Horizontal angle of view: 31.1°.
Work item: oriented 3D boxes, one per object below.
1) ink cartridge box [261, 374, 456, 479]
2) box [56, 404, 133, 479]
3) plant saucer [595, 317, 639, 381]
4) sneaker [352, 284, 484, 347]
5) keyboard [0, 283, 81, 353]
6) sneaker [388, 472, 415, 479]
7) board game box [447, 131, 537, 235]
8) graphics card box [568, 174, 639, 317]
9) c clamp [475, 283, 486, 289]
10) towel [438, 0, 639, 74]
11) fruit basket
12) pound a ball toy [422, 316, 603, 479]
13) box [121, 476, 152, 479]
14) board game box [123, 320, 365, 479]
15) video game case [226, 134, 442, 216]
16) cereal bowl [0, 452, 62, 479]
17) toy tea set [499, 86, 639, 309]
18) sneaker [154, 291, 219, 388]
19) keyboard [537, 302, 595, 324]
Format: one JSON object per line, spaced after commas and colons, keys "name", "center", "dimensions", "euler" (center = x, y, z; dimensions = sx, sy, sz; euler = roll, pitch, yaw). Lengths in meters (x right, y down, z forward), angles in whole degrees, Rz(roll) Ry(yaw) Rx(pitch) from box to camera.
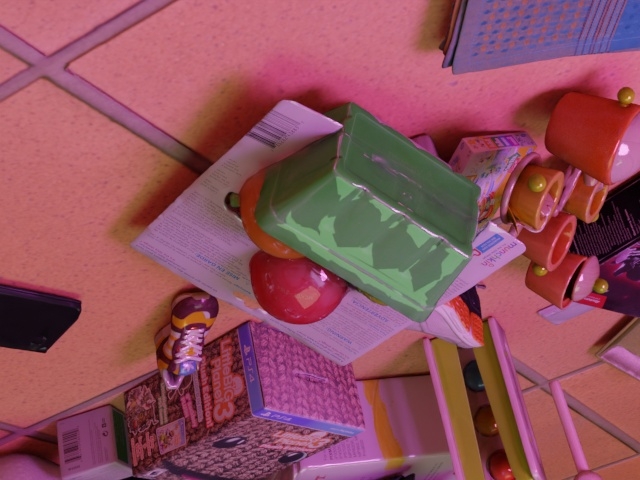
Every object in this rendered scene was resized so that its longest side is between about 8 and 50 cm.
{"name": "ink cartridge box", "center": [0.100, 0.367, 2.037], "dimensions": [0.385, 0.160, 0.279], "euler": [-3, 149, -17]}
{"name": "box", "center": [-0.361, 0.337, 1.865], "dimensions": [0.102, 0.101, 0.087], "euler": [-18, 151, 10]}
{"name": "plant saucer", "center": [0.595, 0.186, 1.959], "dimensions": [0.188, 0.045, 0.188], "euler": [29, 145, 1]}
{"name": "sneaker", "center": [0.128, 0.083, 1.560], "dimensions": [0.121, 0.099, 0.262], "euler": [-19, 145, 28]}
{"name": "keyboard", "center": [-0.481, 0.102, 1.474], "dimensions": [0.317, 0.033, 0.201], "euler": [16, 134, -40]}
{"name": "sneaker", "center": [0.088, 0.449, 1.901], "dimensions": [0.350, 0.131, 0.148], "euler": [2, 140, -35]}
{"name": "board game box", "center": [0.184, -0.062, 1.387], "dimensions": [0.103, 0.026, 0.154], "euler": [-9, 141, -34]}
{"name": "graphics card box", "center": [0.501, -0.023, 1.571], "dimensions": [0.233, 0.094, 0.371], "euler": [15, 141, -39]}
{"name": "c clamp", "center": [0.154, 0.085, 1.682], "dimensions": [0.161, 0.022, 0.137], "euler": [-17, 164, 16]}
{"name": "towel", "center": [0.266, -0.297, 1.049], "dimensions": [0.271, 0.040, 0.370], "euler": [-8, 149, -10]}
{"name": "fruit basket", "center": [0.000, 0.000, 1.314], "dimensions": [0.327, 0.165, 0.353], "euler": [31, 144, -20]}
{"name": "pound a ball toy", "center": [0.304, 0.285, 1.806], "dimensions": [0.208, 0.319, 0.136], "euler": [-19, 151, 12]}
{"name": "box", "center": [-0.242, 0.452, 2.119], "dimensions": [0.261, 0.103, 0.184], "euler": [-15, 148, 4]}
{"name": "board game box", "center": [-0.121, 0.267, 1.794], "dimensions": [0.291, 0.141, 0.232], "euler": [-31, 146, 31]}
{"name": "video game case", "center": [0.042, 0.000, 1.492], "dimensions": [0.300, 0.036, 0.329], "euler": [-19, 151, 11]}
{"name": "cereal bowl", "center": [-0.421, 0.476, 1.900], "dimensions": [0.141, 0.339, 0.339], "euler": [-41, 149, -3]}
{"name": "toy tea set", "center": [0.319, -0.032, 1.363], "dimensions": [0.124, 0.200, 0.336], "euler": [25, 164, 25]}
{"name": "sneaker", "center": [-0.182, 0.140, 1.602], "dimensions": [0.069, 0.084, 0.185], "euler": [0, 149, -22]}
{"name": "keyboard", "center": [0.470, 0.075, 1.821], "dimensions": [0.256, 0.014, 0.072], "euler": [-27, 153, 25]}
